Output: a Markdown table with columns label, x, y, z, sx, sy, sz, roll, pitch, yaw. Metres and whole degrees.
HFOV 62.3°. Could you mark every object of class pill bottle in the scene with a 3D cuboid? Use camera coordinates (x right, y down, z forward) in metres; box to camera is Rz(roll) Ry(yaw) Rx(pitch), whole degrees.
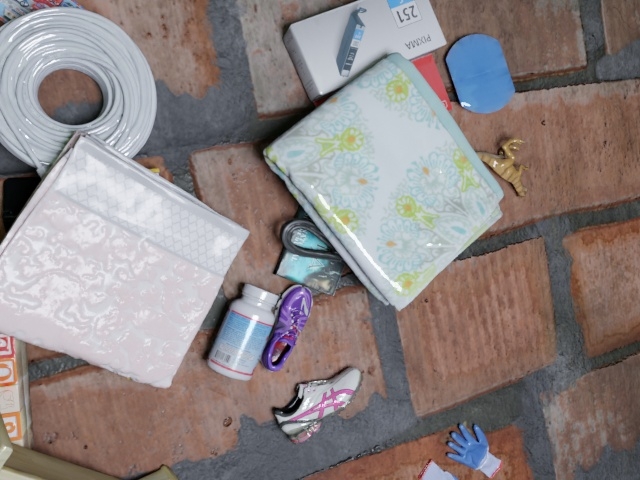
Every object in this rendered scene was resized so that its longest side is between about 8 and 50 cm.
| label | x | y | z | sx | sy | sz | roll | pitch | yaw |
| --- | --- | --- | --- | --- | --- | --- | --- | --- | --- |
| pill bottle | -0.135 | 0.161 | 0.948 | 0.087 | 0.087 | 0.160 | 25 | 84 | -18 |

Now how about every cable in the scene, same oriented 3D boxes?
| label | x | y | z | sx | sy | sz | roll | pitch | yaw |
| --- | --- | --- | --- | --- | --- | --- | --- | --- | --- |
| cable | 0.056 | 0.023 | 1.015 | 0.288 | 0.072 | 0.139 | 5 | 109 | -15 |
| cable | -0.395 | -0.230 | 0.845 | 0.257 | 0.089 | 0.257 | -43 | 107 | -15 |

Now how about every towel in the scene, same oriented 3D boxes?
| label | x | y | z | sx | sy | sz | roll | pitch | yaw |
| --- | --- | --- | --- | --- | --- | --- | --- | --- | --- |
| towel | 0.132 | -0.108 | 0.957 | 0.321 | 0.090 | 0.374 | -41 | 97 | -18 |
| towel | -0.313 | 0.044 | 0.839 | 0.332 | 0.053 | 0.316 | 33 | 81 | -30 |

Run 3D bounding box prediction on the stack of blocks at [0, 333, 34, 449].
| label | x | y | z | sx | sy | sz | roll | pitch | yaw |
| --- | --- | --- | --- | --- | --- | --- | --- | --- | --- |
| stack of blocks | -0.549 | 0.199 | 0.806 | 0.171 | 0.087 | 0.296 | -3 | 92 | -19 |

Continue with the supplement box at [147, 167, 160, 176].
| label | x | y | z | sx | sy | sz | roll | pitch | yaw |
| --- | --- | --- | --- | --- | --- | --- | --- | --- | --- |
| supplement box | -0.300 | -0.079 | 0.909 | 0.055 | 0.043 | 0.083 | -6 | 92 | -19 |

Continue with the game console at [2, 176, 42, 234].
| label | x | y | z | sx | sy | sz | roll | pitch | yaw |
| --- | --- | --- | --- | --- | --- | --- | --- | --- | --- |
| game console | -0.449 | -0.043 | 0.876 | 0.122 | 0.071 | 0.107 | -5 | 123 | -18 |

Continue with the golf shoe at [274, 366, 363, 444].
| label | x | y | z | sx | sy | sz | roll | pitch | yaw |
| --- | --- | --- | --- | --- | --- | --- | --- | --- | --- |
| golf shoe | -0.001 | 0.299 | 1.008 | 0.186 | 0.067 | 0.086 | -38 | 101 | -14 |

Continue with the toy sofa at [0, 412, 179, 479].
| label | x | y | z | sx | sy | sz | roll | pitch | yaw |
| --- | --- | --- | --- | --- | --- | --- | --- | --- | --- |
| toy sofa | -0.373 | 0.398 | 0.777 | 0.362 | 0.150 | 0.177 | 44 | 73 | -37 |

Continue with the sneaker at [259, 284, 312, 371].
| label | x | y | z | sx | sy | sz | roll | pitch | yaw |
| --- | --- | --- | --- | --- | --- | --- | --- | --- | --- |
| sneaker | -0.055 | 0.166 | 0.985 | 0.068 | 0.071 | 0.169 | 23 | 83 | -18 |

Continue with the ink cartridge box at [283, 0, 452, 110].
| label | x | y | z | sx | sy | sz | roll | pitch | yaw |
| --- | --- | --- | --- | --- | --- | --- | --- | --- | --- |
| ink cartridge box | 0.114 | -0.333 | 1.035 | 0.297 | 0.066 | 0.261 | -27 | 99 | -16 |

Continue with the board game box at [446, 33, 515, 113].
| label | x | y | z | sx | sy | sz | roll | pitch | yaw |
| --- | --- | --- | --- | --- | --- | --- | --- | --- | --- |
| board game box | 0.334 | -0.350 | 1.129 | 0.133 | 0.033 | 0.168 | -20 | 93 | -13 |

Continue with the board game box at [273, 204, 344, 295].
| label | x | y | z | sx | sy | sz | roll | pitch | yaw |
| --- | --- | --- | --- | --- | --- | --- | --- | --- | --- |
| board game box | 0.000 | 0.000 | 1.023 | 0.126 | 0.026 | 0.186 | 22 | 84 | -18 |

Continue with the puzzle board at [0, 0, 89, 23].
| label | x | y | z | sx | sy | sz | roll | pitch | yaw |
| --- | --- | --- | --- | --- | --- | --- | --- | --- | --- |
| puzzle board | -0.452 | -0.370 | 0.867 | 0.128 | 0.011 | 0.096 | 34 | 80 | -16 |

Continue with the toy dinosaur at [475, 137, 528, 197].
| label | x | y | z | sx | sy | sz | roll | pitch | yaw |
| --- | --- | --- | --- | --- | --- | --- | --- | --- | --- |
| toy dinosaur | 0.385 | -0.166 | 1.133 | 0.212 | 0.064 | 0.112 | 29 | 83 | -17 |

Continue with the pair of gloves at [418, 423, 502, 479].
| label | x | y | z | sx | sy | sz | roll | pitch | yaw |
| --- | --- | --- | --- | --- | --- | --- | --- | --- | --- |
| pair of gloves | 0.302 | 0.500 | 1.141 | 0.159 | 0.023 | 0.198 | 45 | 77 | -14 |
